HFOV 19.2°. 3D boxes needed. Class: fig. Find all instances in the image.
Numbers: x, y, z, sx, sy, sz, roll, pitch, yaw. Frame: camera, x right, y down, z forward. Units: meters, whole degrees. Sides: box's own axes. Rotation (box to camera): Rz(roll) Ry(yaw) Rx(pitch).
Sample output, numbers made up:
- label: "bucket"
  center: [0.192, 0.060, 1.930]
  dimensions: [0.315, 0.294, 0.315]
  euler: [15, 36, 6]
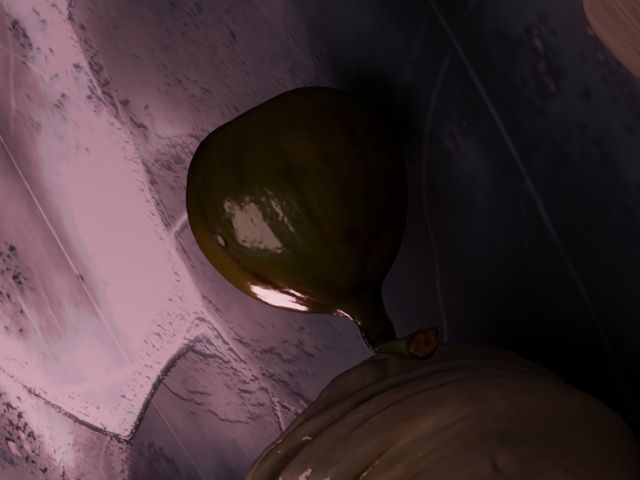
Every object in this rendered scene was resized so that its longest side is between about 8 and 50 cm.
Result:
- label: "fig"
  center: [0.005, -0.011, 1.245]
  dimensions: [0.148, 0.142, 0.186]
  euler: [-26, 102, 42]

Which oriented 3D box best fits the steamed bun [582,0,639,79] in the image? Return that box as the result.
- label: "steamed bun"
  center: [0.234, -0.200, 0.697]
  dimensions: [0.247, 0.236, 0.383]
  euler: [43, 155, 39]

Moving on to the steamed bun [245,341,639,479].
- label: "steamed bun"
  center: [0.063, 0.169, 1.212]
  dimensions: [0.289, 0.276, 0.203]
  euler: [123, 126, -80]
